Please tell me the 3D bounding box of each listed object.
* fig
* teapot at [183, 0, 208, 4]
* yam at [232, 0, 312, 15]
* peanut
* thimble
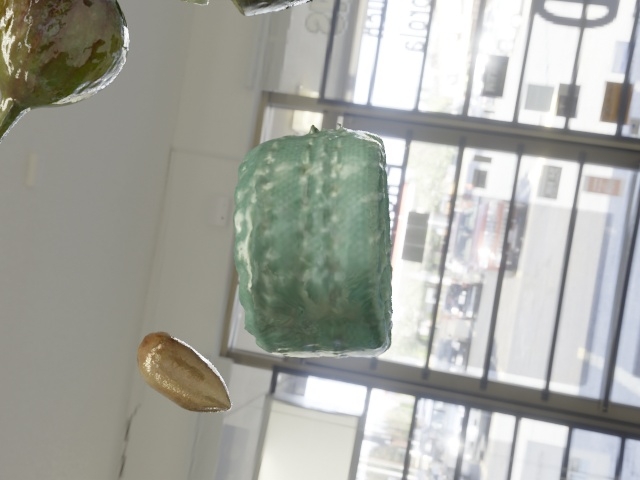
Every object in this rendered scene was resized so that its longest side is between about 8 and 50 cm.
[{"bbox_3d":[-0.294,-0.155,0.732,0.245,0.149,0.149,-61,-11,-4],"label":"fig"},{"bbox_3d":[-0.161,-0.413,0.961,0.107,0.077,0.200,-23,-50,-61],"label":"teapot"},{"bbox_3d":[-0.059,-0.478,1.285,0.154,0.254,0.154,60,166,26],"label":"yam"},{"bbox_3d":[-0.183,0.183,1.003,0.076,0.152,0.076,-50,4,5],"label":"peanut"},{"bbox_3d":[0.000,0.000,0.744,0.198,0.143,0.235,3,-94,-83],"label":"thimble"}]
